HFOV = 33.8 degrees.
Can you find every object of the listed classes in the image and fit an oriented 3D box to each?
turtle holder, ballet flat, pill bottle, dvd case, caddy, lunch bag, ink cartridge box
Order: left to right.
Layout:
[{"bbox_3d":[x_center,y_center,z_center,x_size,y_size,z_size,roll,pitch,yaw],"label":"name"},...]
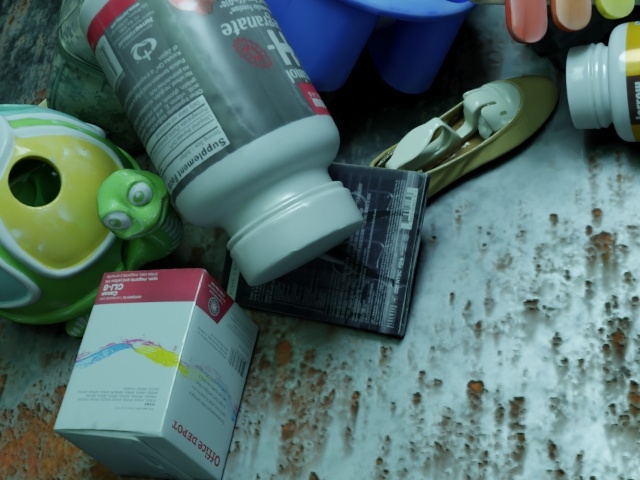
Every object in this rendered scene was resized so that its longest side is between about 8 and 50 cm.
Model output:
[{"bbox_3d":[-0.310,-0.025,1.155,0.243,0.227,0.320,-48,53,-4],"label":"turtle holder"},{"bbox_3d":[-0.228,-0.278,1.310,0.256,0.212,0.305,-35,42,42],"label":"lunch bag"},{"bbox_3d":[-0.159,0.136,1.048,0.127,0.128,0.176,-3,57,24],"label":"ink cartridge box"},{"bbox_3d":[-0.090,-0.123,1.037,0.176,0.176,0.319,-30,84,4],"label":"pill bottle"},{"bbox_3d":[0.000,0.000,1.096,0.221,0.018,0.165,9,88,29],"label":"dvd case"},{"bbox_3d":[0.036,-0.316,1.172,0.241,0.179,0.341,-3,47,-25],"label":"caddy"},{"bbox_3d":[0.151,-0.112,1.107,0.232,0.073,0.080,-37,53,-2],"label":"ballet flat"},{"bbox_3d":[0.352,-0.158,1.014,0.214,0.117,0.117,-3,57,24],"label":"pill bottle"}]

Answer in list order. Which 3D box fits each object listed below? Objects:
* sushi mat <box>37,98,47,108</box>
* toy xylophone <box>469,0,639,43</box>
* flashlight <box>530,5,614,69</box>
[{"bbox_3d":[-0.443,-0.052,1.382,0.316,0.019,0.151,-43,52,-6],"label":"sushi mat"},{"bbox_3d":[0.263,-0.323,1.028,0.322,0.236,0.081,-13,6,-20],"label":"toy xylophone"},{"bbox_3d":[0.340,-0.329,1.147,0.304,0.103,0.103,-39,52,-5],"label":"flashlight"}]
